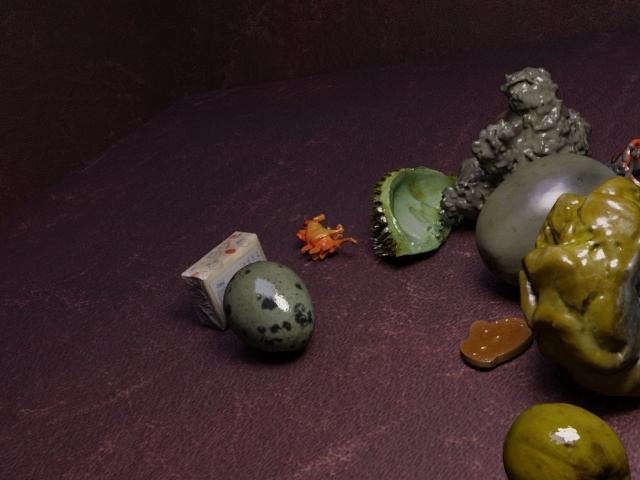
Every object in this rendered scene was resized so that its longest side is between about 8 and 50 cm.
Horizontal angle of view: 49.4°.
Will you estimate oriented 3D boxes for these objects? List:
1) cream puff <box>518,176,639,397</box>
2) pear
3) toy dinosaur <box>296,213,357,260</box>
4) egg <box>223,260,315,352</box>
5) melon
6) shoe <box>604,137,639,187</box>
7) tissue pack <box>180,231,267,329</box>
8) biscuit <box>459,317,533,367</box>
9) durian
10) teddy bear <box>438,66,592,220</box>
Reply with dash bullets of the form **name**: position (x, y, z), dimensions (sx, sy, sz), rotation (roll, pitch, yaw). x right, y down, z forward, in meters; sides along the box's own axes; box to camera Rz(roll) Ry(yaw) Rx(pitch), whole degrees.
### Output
- **cream puff**: position (0.429, 0.078, 1.117), dimensions (0.274, 0.323, 0.270), rotation (-17, 12, -22)
- **pear**: position (0.321, 0.292, 0.921), dimensions (0.149, 0.149, 0.162), rotation (-31, 23, -26)
- **toy dinosaur**: position (0.000, 0.000, 1.759), dimensions (0.117, 0.070, 0.288), rotation (-34, 26, -11)
- **egg**: position (-0.099, 0.141, 1.426), dimensions (0.177, 0.177, 0.228), rotation (-30, 46, -25)
- **melon**: position (0.456, -0.036, 1.360), dimensions (0.308, 0.272, 0.272), rotation (-6, 27, 0)
- **shoe**: position (0.663, -0.143, 1.535), dimensions (0.132, 0.171, 0.336), rotation (-31, 31, -26)
- **tissue pack**: position (-0.212, 0.090, 1.612), dimensions (0.092, 0.148, 0.196), rotation (3, 33, 39)
- **biscuit**: position (0.317, 0.182, 1.274), dimensions (0.140, 0.023, 0.118), rotation (-24, 27, -12)
- **durian**: position (0.242, -0.087, 1.698), dimensions (0.198, 0.163, 0.394), rotation (11, 31, 39)
- **teddy bear**: position (0.419, -0.179, 1.575), dimensions (0.367, 0.224, 0.357), rotation (-28, -26, 29)
